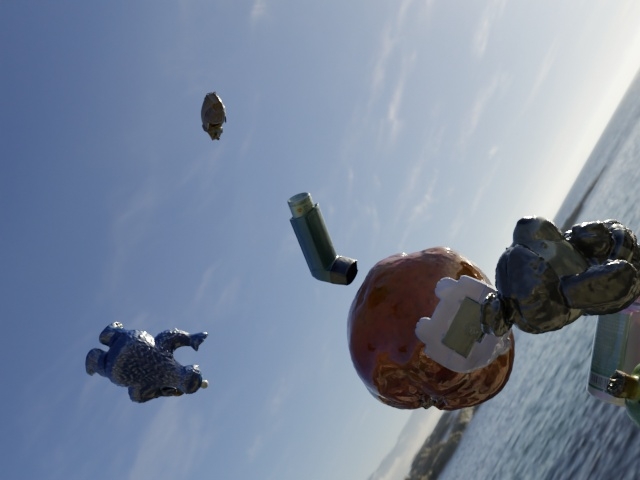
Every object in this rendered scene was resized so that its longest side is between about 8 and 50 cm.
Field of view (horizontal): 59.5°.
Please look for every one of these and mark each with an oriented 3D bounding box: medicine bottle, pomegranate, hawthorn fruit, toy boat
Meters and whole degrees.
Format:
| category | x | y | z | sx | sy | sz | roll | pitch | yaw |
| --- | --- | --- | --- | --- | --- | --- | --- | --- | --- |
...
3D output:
| category | x | y | z | sx | sy | sz | roll | pitch | yaw |
| --- | --- | --- | --- | --- | --- | --- | --- | --- | --- |
| medicine bottle | 0.000 | 0.000 | 1.441 | 0.079 | 0.124 | 0.258 | -46 | -60 | -46 |
| medicine bottle | 0.653 | 0.205 | 1.186 | 0.133 | 0.133 | 0.274 | -1 | -81 | -68 |
| pomegranate | 0.565 | 0.254 | 0.901 | 0.143 | 0.169 | 0.122 | -71 | 19 | 0 |
| hawthorn fruit | 0.290 | 0.243 | 1.540 | 0.472 | 0.472 | 0.472 | -50 | -21 | -28 |
| toy boat | -0.220 | -0.250 | 1.154 | 0.047 | 0.049 | 0.149 | -25 | -10 | -18 |

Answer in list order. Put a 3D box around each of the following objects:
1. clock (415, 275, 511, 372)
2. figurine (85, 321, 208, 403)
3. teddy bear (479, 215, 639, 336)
| category | x | y | z | sx | sy | sz | roll | pitch | yaw |
| --- | --- | --- | --- | --- | --- | --- | --- | --- | --- |
| clock | 0.323 | 0.165 | 1.175 | 0.189 | 0.189 | 0.254 | -64 | -22 | 10 |
| figurine | -0.364 | 0.259 | 1.176 | 0.121 | 0.262 | 0.164 | 70 | -155 | -74 |
| teddy bear | 0.312 | 0.033 | 0.693 | 0.251 | 0.171 | 0.144 | -5 | -98 | -44 |
